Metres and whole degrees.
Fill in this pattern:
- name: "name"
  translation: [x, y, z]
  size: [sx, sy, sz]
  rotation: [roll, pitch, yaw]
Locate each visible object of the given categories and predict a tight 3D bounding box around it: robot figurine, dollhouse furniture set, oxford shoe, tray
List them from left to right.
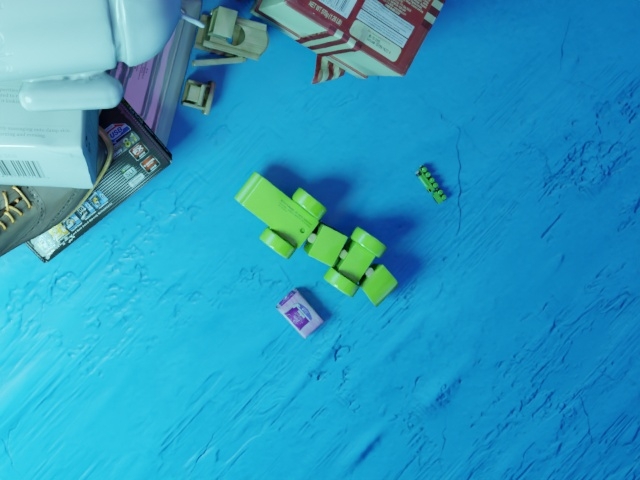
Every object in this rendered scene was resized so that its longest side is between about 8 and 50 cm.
- name: "oxford shoe"
  translation: [-0.460, -0.041, 1.279]
  size: [0.363, 0.133, 0.130]
  rotation: [-38, 108, 3]
- name: "robot figurine"
  translation: [-0.323, -0.302, 1.046]
  size: [0.353, 0.200, 0.300]
  rotation: [-10, 117, -13]
- name: "tray"
  translation: [-0.292, -0.280, 1.402]
  size: [0.145, 0.030, 0.271]
  rotation: [14, 97, -17]
- name: "dollhouse furniture set"
  translation: [-0.145, -0.272, 1.365]
  size: [0.101, 0.182, 0.161]
  rotation: [12, 97, -18]

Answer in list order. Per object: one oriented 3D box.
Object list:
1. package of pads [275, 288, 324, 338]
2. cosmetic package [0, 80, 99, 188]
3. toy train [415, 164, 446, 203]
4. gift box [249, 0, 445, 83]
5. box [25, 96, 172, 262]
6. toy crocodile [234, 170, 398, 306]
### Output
- name: "package of pads"
  translation: [-0.037, 0.133, 1.559]
  size: [0.050, 0.032, 0.083]
  rotation: [-42, 109, -6]
- name: "cosmetic package"
  translation: [-0.421, -0.280, 1.209]
  size: [0.217, 0.156, 0.385]
  rotation: [2, 73, -7]
- name: "toy train"
  translation: [0.203, -0.103, 1.590]
  size: [0.023, 0.017, 0.083]
  rotation: [-37, 109, 5]
- name: "gift box"
  translation: [0.033, -0.393, 1.352]
  size: [0.255, 0.258, 0.276]
  rotation: [32, 92, -19]
- name: "box"
  translation: [-0.405, -0.128, 1.364]
  size: [0.270, 0.060, 0.216]
  rotation: [-38, 110, 3]
- name: "toy crocodile"
  translation: [0.000, 0.000, 1.515]
  size: [0.340, 0.105, 0.115]
  rotation: [33, 91, -15]
